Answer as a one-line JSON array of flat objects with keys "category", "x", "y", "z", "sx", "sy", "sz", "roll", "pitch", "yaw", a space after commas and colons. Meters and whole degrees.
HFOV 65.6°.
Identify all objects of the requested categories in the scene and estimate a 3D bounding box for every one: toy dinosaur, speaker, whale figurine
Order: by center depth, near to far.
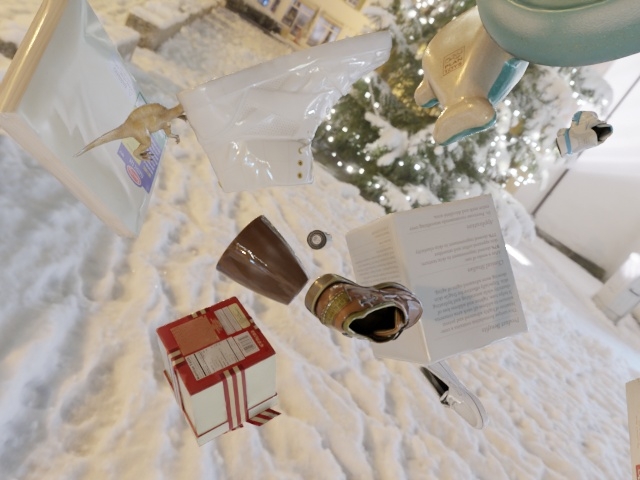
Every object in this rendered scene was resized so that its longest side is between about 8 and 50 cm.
[{"category": "toy dinosaur", "x": -0.238, "y": -0.149, "z": 0.658, "sx": 0.053, "sy": 0.183, "sz": 0.092, "roll": 59, "pitch": -19, "yaw": 10}, {"category": "whale figurine", "x": 0.259, "y": -0.259, "z": 0.817, "sx": 0.141, "sy": 0.216, "sz": 0.272, "roll": 35, "pitch": 54, "yaw": -32}, {"category": "speaker", "x": 0.000, "y": 0.000, "z": 1.371, "sx": 0.055, "sy": 0.055, "sz": 0.136, "roll": 35, "pitch": 4, "yaw": 8}]

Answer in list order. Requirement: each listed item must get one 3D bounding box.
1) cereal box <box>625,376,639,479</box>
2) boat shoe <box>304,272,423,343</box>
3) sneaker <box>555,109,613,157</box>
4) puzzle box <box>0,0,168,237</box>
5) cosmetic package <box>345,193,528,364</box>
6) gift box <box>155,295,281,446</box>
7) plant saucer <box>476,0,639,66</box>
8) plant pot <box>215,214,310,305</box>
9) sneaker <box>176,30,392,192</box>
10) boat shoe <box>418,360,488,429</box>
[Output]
[{"category": "cereal box", "x": 0.419, "y": 0.220, "z": 0.543, "sx": 0.047, "sy": 0.173, "sz": 0.240, "roll": 10, "pitch": -27, "yaw": 7}, {"category": "boat shoe", "x": 0.104, "y": 0.140, "z": 0.891, "sx": 0.307, "sy": 0.110, "sz": 0.104, "roll": 11, "pitch": 20, "yaw": -47}, {"category": "sneaker", "x": 0.536, "y": -0.214, "z": 0.979, "sx": 0.191, "sy": 0.083, "sz": 0.071, "roll": -38, "pitch": 113, "yaw": -41}, {"category": "puzzle box", "x": -0.414, "y": -0.210, "z": 0.932, "sx": 0.052, "sy": 0.272, "sz": 0.409, "roll": 3, "pitch": -26, "yaw": 8}, {"category": "cosmetic package", "x": 0.312, "y": 0.111, "z": 1.417, "sx": 0.330, "sy": 0.393, "sz": 0.327, "roll": -11, "pitch": -5, "yaw": -21}, {"category": "gift box", "x": -0.235, "y": 0.331, "z": 1.253, "sx": 0.276, "sy": 0.258, "sz": 0.255, "roll": -17, "pitch": 46, "yaw": -25}, {"category": "plant saucer", "x": 0.284, "y": -0.324, "z": 0.472, "sx": 0.044, "sy": 0.317, "sz": 0.317, "roll": 20, "pitch": 22, "yaw": -41}, {"category": "plant pot", "x": -0.149, "y": 0.078, "z": 1.463, "sx": 0.230, "sy": 0.215, "sz": 0.215, "roll": 39, "pitch": 18, "yaw": 4}, {"category": "sneaker", "x": -0.021, "y": -0.165, "z": 0.667, "sx": 0.108, "sy": 0.293, "sz": 0.169, "roll": -142, "pitch": -150, "yaw": -69}, {"category": "boat shoe", "x": 0.399, "y": 0.477, "z": 1.525, "sx": 0.084, "sy": 0.095, "sz": 0.258, "roll": -17, "pitch": 52, "yaw": -36}]
